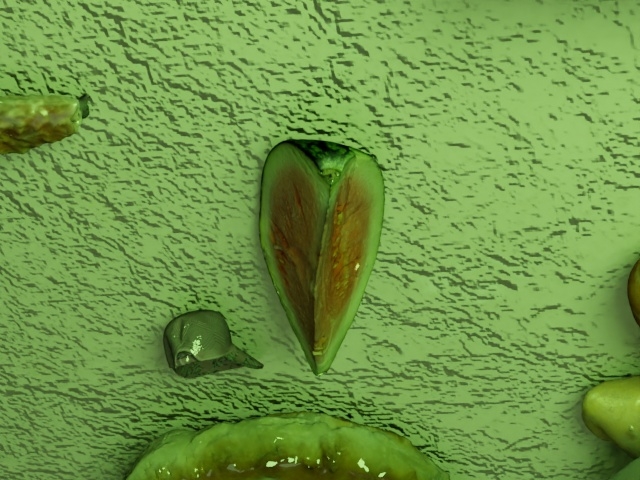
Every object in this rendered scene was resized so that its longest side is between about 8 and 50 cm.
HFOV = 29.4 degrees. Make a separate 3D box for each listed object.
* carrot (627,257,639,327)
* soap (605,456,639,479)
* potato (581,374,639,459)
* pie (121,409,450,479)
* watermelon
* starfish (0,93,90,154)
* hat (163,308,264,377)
[{"bbox_3d":[0.263,0.077,0.773,0.067,0.067,0.225,-28,125,30],"label":"carrot"},{"bbox_3d":[0.257,0.184,0.810,0.121,0.064,0.183,5,158,-1],"label":"soap"},{"bbox_3d":[0.222,0.120,0.831,0.083,0.062,0.068,15,109,28],"label":"potato"},{"bbox_3d":[-0.025,0.239,0.960,0.315,0.092,0.315,1,133,1],"label":"pie"},{"bbox_3d":[0.009,-0.007,0.735,0.069,0.087,0.163,-16,138,-19],"label":"watermelon"},{"bbox_3d":[-0.398,-0.013,0.761,0.383,0.132,0.398,28,128,-11],"label":"starfish"},{"bbox_3d":[-0.077,0.070,0.844,0.058,0.042,0.087,-10,165,27],"label":"hat"}]
